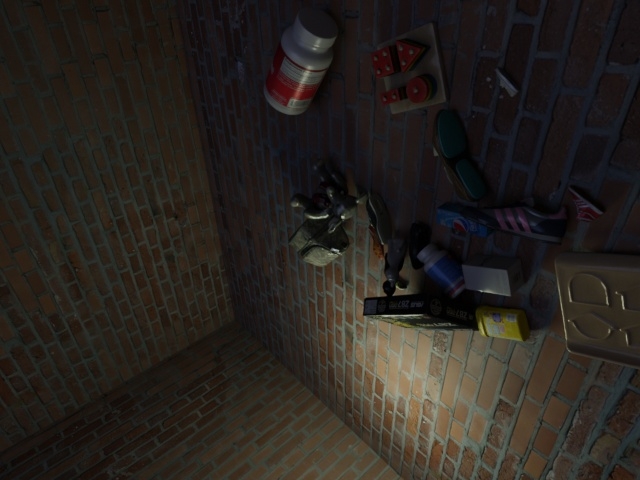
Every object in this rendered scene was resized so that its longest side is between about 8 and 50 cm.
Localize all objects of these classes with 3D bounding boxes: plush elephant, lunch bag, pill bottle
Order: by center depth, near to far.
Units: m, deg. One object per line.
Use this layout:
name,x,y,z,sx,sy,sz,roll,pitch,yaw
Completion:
pill bottle,0.498,0.117,1.700,0.222,0.124,0.124,49,144,19
pill bottle,-0.084,-0.754,1.795,0.229,0.228,0.408,56,146,11
plush elephant,0.063,-0.186,1.972,0.330,0.272,0.255,43,168,-23
lunch bag,0.000,0.000,2.223,0.256,0.213,0.305,43,153,-2

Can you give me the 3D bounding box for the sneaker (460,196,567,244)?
sneaker,0.625,-0.085,1.369,0.318,0.112,0.131,18,98,23

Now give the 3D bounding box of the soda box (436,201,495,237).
soda box,0.536,-0.079,1.559,0.210,0.071,0.067,23,129,45

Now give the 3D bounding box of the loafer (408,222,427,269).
loafer,0.415,0.025,1.806,0.078,0.076,0.224,-124,22,-52

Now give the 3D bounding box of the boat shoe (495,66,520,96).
boat shoe,0.561,-0.480,1.282,0.100,0.035,0.035,51,143,6

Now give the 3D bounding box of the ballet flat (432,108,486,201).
ballet flat,0.470,-0.289,1.494,0.343,0.116,0.124,61,166,-5

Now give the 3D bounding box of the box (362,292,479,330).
box,0.421,0.309,1.791,0.394,0.317,0.097,-17,60,56

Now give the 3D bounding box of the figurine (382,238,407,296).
figurine,0.318,0.125,1.834,0.092,0.210,0.215,9,151,8

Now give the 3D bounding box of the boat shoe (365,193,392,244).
boat shoe,0.262,-0.090,1.907,0.079,0.083,0.233,-30,75,60

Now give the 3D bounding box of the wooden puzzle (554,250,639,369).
wooden puzzle,0.899,0.202,1.263,0.322,0.080,0.349,4,111,52

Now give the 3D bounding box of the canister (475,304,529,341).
canister,0.697,0.317,1.614,0.169,0.073,0.126,-3,110,53

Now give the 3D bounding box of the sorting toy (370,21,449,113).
sorting toy,0.306,-0.596,1.499,0.255,0.089,0.258,6,116,52

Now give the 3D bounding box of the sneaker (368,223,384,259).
sneaker,0.275,0.000,1.956,0.064,0.067,0.175,-17,81,58

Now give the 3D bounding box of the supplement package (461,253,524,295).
supplement package,0.630,0.123,1.543,0.179,0.105,0.105,5,117,52

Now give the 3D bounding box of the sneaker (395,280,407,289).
sneaker,0.378,0.210,2.013,0.083,0.031,0.035,16,124,48

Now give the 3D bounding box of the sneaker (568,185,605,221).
sneaker,0.769,-0.105,1.250,0.118,0.042,0.067,48,141,18
